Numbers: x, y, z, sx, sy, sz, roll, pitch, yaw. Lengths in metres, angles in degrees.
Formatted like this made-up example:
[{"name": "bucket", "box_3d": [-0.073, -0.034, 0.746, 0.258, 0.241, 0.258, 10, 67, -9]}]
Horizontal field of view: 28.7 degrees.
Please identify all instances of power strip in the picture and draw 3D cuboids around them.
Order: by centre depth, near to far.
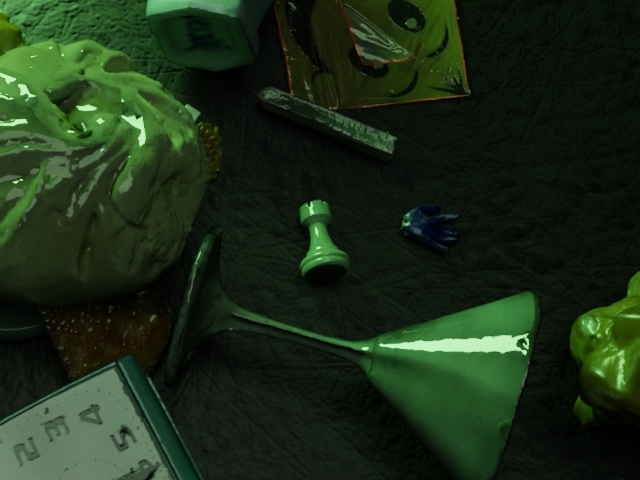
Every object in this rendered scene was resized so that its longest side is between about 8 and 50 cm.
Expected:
[{"name": "power strip", "box_3d": [-0.356, 0.017, 1.571, 0.168, 0.054, 0.253, 25, 66, -4]}]

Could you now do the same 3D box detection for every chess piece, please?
[{"name": "chess piece", "box_3d": [0.000, 0.000, 1.647, 0.067, 0.067, 0.103, -4, 61, -13]}]

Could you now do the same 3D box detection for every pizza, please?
[{"name": "pizza", "box_3d": [-0.283, 0.111, 1.518, 0.195, 0.052, 0.185, 46, 70, -24]}]

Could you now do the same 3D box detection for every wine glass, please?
[{"name": "wine glass", "box_3d": [0.034, 0.131, 1.509, 0.406, 0.267, 0.267, 17, 66, 2]}]

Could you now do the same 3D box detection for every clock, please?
[{"name": "clock", "box_3d": [-0.257, 0.297, 1.439, 0.231, 0.116, 0.262, -28, 85, -15]}]

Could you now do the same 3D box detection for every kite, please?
[{"name": "kite", "box_3d": [0.087, -0.309, 1.812, 0.327, 0.013, 0.377, 38, 68, 5]}]

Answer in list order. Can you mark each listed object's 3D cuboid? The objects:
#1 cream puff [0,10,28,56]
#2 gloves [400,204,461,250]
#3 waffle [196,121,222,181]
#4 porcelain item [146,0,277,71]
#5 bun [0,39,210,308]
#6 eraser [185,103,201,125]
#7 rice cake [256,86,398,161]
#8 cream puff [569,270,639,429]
[{"name": "cream puff", "box_3d": [-0.449, -0.223, 1.611, 0.156, 0.121, 0.156, 4, 74, -12]}, {"name": "gloves", "box_3d": [0.153, -0.021, 1.703, 0.086, 0.026, 0.064, 19, 64, -3]}, {"name": "waffle", "box_3d": [-0.159, -0.115, 1.656, 0.016, 0.085, 0.078, 13, 33, 40]}, {"name": "porcelain item", "box_3d": [-0.136, -0.448, 1.703, 0.179, 0.242, 0.405, 0, 70, 9]}, {"name": "bun", "box_3d": [-0.301, -0.092, 1.456, 0.360, 0.211, 0.359, 8, 47, -8]}, {"name": "eraser", "box_3d": [-0.203, -0.121, 1.658, 0.029, 0.052, 0.122, 33, 65, 1]}, {"name": "rice cake", "box_3d": [0.009, -0.162, 1.721, 0.207, 0.047, 0.036, 22, 65, -4]}, {"name": "cream puff", "box_3d": [0.492, 0.146, 1.578, 0.323, 0.270, 0.274, 21, 61, -4]}]
